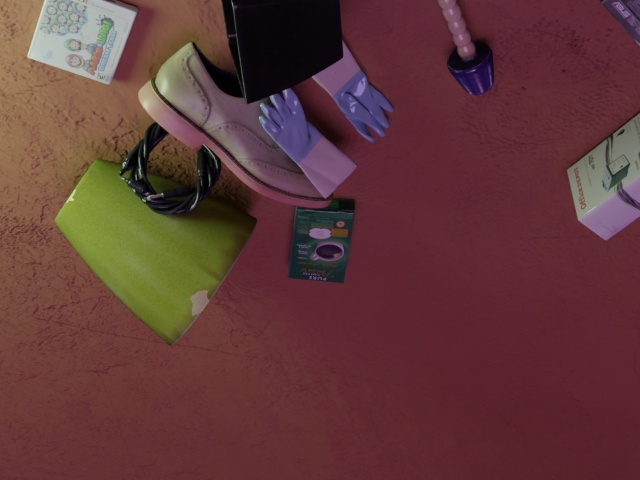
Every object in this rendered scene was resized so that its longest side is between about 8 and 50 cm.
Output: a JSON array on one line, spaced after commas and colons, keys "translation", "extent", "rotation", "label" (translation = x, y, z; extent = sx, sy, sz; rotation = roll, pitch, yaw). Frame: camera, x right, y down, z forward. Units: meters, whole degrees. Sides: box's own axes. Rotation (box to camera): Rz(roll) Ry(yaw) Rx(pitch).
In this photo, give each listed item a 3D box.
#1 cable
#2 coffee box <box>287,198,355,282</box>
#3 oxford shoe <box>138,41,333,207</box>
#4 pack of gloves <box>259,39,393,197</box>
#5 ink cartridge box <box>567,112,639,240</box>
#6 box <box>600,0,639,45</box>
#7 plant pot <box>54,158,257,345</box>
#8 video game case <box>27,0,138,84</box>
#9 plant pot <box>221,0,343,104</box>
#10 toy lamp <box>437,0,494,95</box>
[{"translation": [-0.243, -0.133, 2.100], "extent": [0.150, 0.184, 0.047], "rotation": [34, 155, 5], "label": "cable"}, {"translation": [0.000, 0.000, 2.309], "extent": [0.113, 0.040, 0.184], "rotation": [4, 133, -3], "label": "coffee box"}, {"translation": [-0.107, -0.185, 2.074], "extent": [0.397, 0.140, 0.146], "rotation": [30, 113, -32], "label": "oxford shoe"}, {"translation": [0.006, -0.215, 2.070], "extent": [0.195, 0.046, 0.232], "rotation": [-46, 128, -5], "label": "pack of gloves"}, {"translation": [0.530, -0.114, 2.132], "extent": [0.082, 0.140, 0.190], "rotation": [32, 126, -28], "label": "ink cartridge box"}, {"translation": [0.576, -0.372, 1.947], "extent": [0.183, 0.056, 0.231], "rotation": [-35, 124, 28], "label": "box"}, {"translation": [-0.309, -0.009, 2.181], "extent": [0.293, 0.275, 0.275], "rotation": [35, 126, -8], "label": "plant pot"}, {"translation": [-0.388, -0.337, 2.007], "extent": [0.143, 0.019, 0.157], "rotation": [17, 131, -15], "label": "video game case"}, {"translation": [-0.060, -0.348, 1.896], "extent": [0.167, 0.188, 0.187], "rotation": [-11, 133, -5], "label": "plant pot"}, {"translation": [0.212, -0.347, 1.958], "extent": [0.080, 0.080, 0.275], "rotation": [-18, 129, 16], "label": "toy lamp"}]
